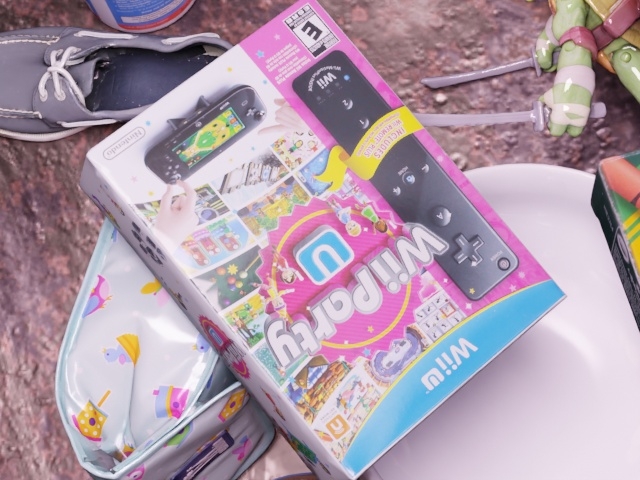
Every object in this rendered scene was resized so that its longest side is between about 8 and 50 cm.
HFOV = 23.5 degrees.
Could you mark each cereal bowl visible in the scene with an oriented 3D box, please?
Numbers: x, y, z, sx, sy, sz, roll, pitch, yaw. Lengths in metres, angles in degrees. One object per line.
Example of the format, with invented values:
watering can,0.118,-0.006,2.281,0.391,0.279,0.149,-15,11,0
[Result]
cereal bowl,0.168,0.116,1.283,0.339,0.141,0.339,0,67,0

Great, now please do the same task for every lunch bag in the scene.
lunch bag,-0.119,0.103,1.284,0.160,0.223,0.262,10,70,9

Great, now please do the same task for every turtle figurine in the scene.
turtle figurine,0.232,-0.128,1.346,0.266,0.198,0.274,37,84,-1

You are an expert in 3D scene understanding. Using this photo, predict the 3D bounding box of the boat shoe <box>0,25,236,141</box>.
boat shoe,-0.213,-0.158,1.437,0.320,0.099,0.116,4,75,8

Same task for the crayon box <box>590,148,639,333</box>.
crayon box,0.394,-0.002,1.196,0.319,0.081,0.202,-15,67,-1

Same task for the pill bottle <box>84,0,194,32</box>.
pill bottle,-0.185,-0.287,1.408,0.124,0.221,0.124,-2,74,5

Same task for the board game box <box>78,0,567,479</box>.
board game box,0.000,0.000,1.163,0.224,0.097,0.303,-39,87,-19

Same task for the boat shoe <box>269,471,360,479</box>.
boat shoe,0.028,0.229,1.315,0.183,0.066,0.066,3,74,7
